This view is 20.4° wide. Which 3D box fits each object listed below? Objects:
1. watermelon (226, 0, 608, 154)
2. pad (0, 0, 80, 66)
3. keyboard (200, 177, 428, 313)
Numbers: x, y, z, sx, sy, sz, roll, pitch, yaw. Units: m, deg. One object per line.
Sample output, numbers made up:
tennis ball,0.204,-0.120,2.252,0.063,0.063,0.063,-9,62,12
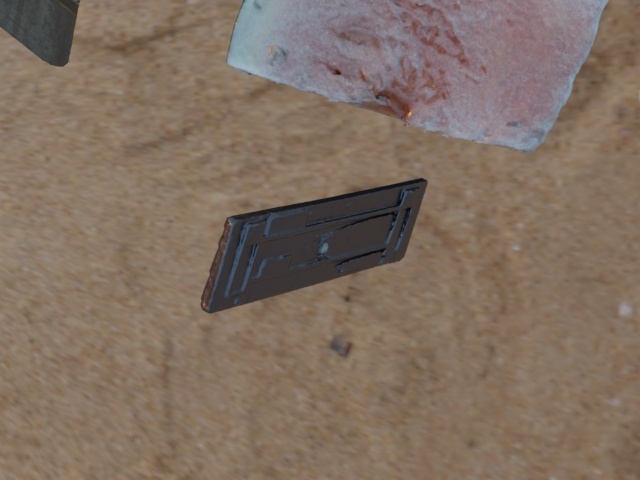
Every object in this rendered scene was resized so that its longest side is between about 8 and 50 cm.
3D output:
watermelon,0.086,-0.152,1.263,0.261,0.201,0.213,4,122,-40
pad,-0.173,-0.211,1.392,0.323,0.250,0.055,22,123,-18
keyboard,0.000,0.000,1.081,0.204,0.013,0.061,-13,127,-53
